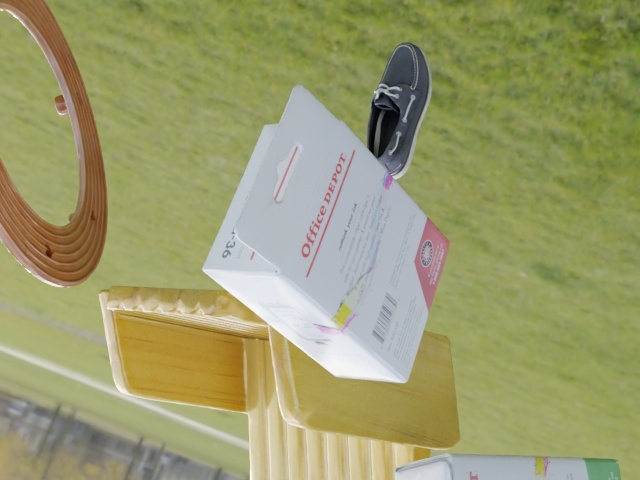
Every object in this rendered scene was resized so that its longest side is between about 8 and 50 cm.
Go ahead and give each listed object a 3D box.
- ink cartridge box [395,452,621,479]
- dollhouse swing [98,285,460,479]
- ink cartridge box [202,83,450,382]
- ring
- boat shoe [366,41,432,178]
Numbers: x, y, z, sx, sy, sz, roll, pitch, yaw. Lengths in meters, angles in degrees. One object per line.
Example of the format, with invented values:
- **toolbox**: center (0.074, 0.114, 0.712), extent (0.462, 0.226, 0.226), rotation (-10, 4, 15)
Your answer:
- **ink cartridge box**: center (0.181, 0.280, 0.937), extent (0.212, 0.154, 0.093), rotation (9, 156, -32)
- **dollhouse swing**: center (-0.065, 0.227, 1.087), extent (0.315, 0.305, 0.346), rotation (16, 170, -39)
- **ink cartridge box**: center (0.000, 0.000, 0.670), extent (0.067, 0.115, 0.198), rotation (1, 149, 38)
- **ring**: center (-0.289, -0.117, 0.993), extent (0.032, 0.337, 0.336), rotation (-14, 158, 8)
- **boat shoe**: center (0.107, -0.193, 1.451), extent (0.075, 0.206, 0.065), rotation (3, 167, 32)
